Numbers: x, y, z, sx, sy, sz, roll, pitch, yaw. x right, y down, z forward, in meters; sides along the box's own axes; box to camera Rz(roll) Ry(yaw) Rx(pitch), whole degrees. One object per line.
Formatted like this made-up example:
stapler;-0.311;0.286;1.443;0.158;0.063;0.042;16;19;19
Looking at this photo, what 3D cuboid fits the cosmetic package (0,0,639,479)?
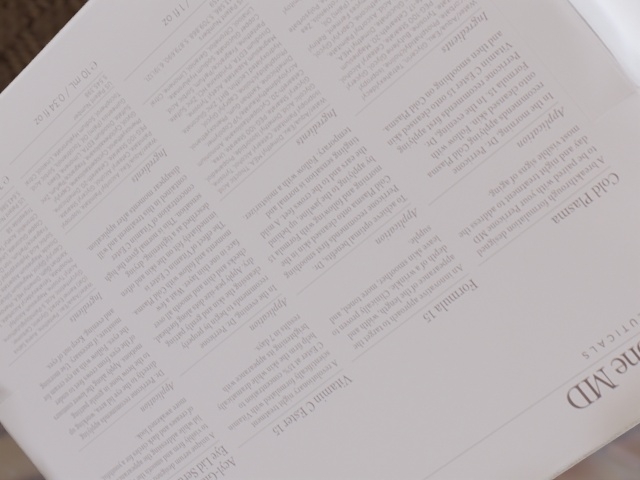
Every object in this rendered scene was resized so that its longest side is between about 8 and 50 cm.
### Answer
cosmetic package;0.000;0.000;0.864;0.377;0.284;0.097;-39;177;34
